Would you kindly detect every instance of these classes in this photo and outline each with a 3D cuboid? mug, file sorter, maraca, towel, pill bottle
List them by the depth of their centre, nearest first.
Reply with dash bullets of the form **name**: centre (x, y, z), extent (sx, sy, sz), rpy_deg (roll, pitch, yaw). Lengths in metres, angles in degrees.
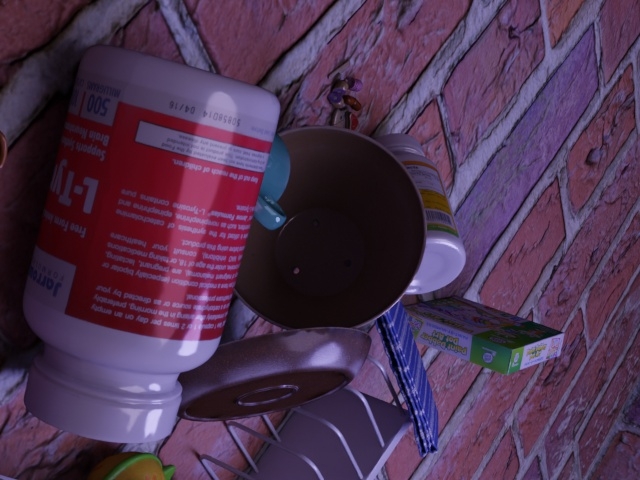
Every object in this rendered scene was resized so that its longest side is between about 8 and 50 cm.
- **pill bottle**: centre (-0.201, 0.004, 1.135), extent (0.229, 0.229, 0.408), rpy_deg (8, 99, -56)
- **mug**: centre (-0.105, -0.097, 1.279), extent (0.097, 0.157, 0.130), rpy_deg (25, 84, -63)
- **maraca**: centre (-0.253, 0.340, 1.344), extent (0.127, 0.099, 0.185), rpy_deg (-54, 157, -4)
- **file sorter**: centre (-0.022, 0.305, 1.576), extent (0.278, 0.192, 0.173), rpy_deg (-51, 138, -28)
- **pill bottle**: centre (0.136, -0.049, 1.586), extent (0.136, 0.136, 0.246), rpy_deg (61, 14, -48)
- **towel**: centre (0.124, 0.163, 1.649), extent (0.243, 0.040, 0.336), rpy_deg (-46, 117, -79)

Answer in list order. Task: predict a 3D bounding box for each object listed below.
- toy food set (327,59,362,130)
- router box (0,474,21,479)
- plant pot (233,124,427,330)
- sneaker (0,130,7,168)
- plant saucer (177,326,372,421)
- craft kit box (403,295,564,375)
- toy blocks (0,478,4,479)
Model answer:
- **toy food set**: centre (0.043, -0.213, 1.570), extent (0.078, 0.019, 0.122), rpy_deg (-43, 137, -36)
- **router box**: centre (-0.396, 0.372, 0.993), extent (0.335, 0.082, 0.301), rpy_deg (28, 65, -34)
- **plant pot**: centre (0.000, 0.000, 1.426), extent (0.191, 0.284, 0.284), rpy_deg (87, 27, -80)
- **sneaker**: centre (-0.406, -0.105, 0.887), extent (0.290, 0.123, 0.106), rpy_deg (-2, 109, -54)
- **plant saucer**: centre (-0.077, 0.189, 1.361), extent (0.310, 0.310, 0.050), rpy_deg (22, 50, -57)
- **craft kit box**: centre (0.302, 0.175, 1.924), extent (0.246, 0.249, 0.061), rpy_deg (-10, 113, -54)
- **toy blocks**: centre (-0.369, 0.230, 0.923), extent (0.123, 0.054, 0.148), rpy_deg (-57, 136, -33)
